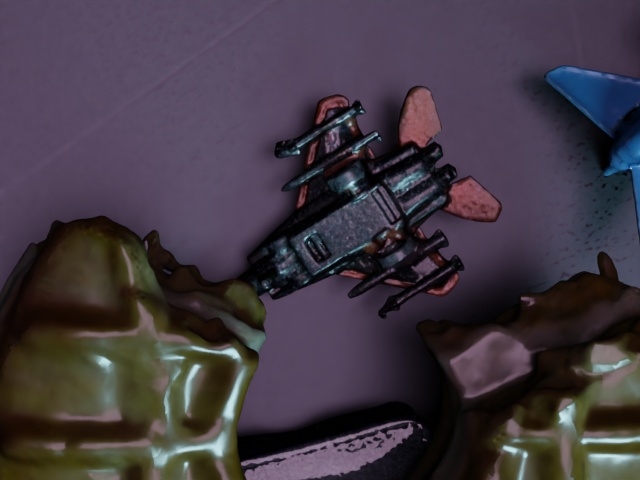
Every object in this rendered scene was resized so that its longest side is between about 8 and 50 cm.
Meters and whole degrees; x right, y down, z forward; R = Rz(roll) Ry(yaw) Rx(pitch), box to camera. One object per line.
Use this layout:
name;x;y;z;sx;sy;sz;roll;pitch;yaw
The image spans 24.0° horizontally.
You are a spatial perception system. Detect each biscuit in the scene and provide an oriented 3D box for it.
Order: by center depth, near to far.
biscuit;0.005;0.128;0.765;0.366;0.115;0.268;5;96;-9

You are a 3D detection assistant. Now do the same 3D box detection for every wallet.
wallet;0.004;0.211;0.852;0.167;0.036;0.222;-15;96;-9

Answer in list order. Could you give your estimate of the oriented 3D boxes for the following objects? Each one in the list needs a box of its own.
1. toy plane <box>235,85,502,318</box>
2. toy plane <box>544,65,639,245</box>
toy plane;0.001;0.000;0.828;0.189;0.061;0.130;-34;98;-7
toy plane;0.273;-0.097;0.853;0.271;0.105;0.254;-26;82;-4
